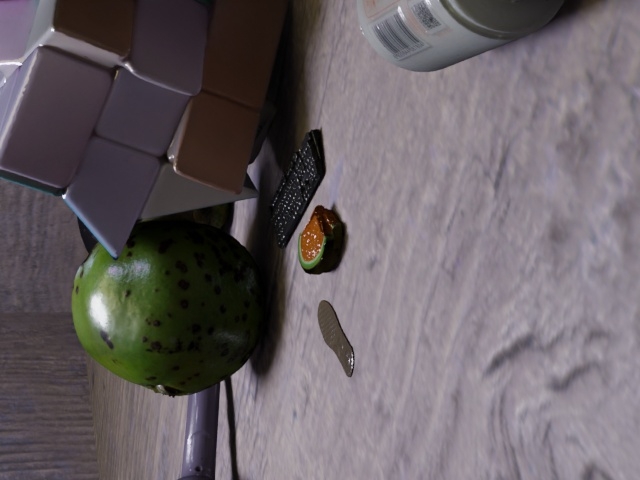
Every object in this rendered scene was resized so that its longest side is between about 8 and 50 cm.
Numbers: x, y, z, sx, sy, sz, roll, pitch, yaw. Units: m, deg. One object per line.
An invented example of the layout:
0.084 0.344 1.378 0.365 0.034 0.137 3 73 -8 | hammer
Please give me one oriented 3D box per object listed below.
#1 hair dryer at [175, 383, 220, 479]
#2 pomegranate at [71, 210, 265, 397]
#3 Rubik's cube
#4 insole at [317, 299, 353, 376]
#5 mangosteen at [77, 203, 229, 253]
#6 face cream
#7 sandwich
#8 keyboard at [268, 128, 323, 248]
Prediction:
-0.172 0.298 1.803 0.301 0.121 0.361 107 168 -67 | hair dryer
-0.196 0.067 1.582 0.254 0.254 0.271 150 117 -72 | pomegranate
-0.238 -0.202 1.509 0.368 0.358 0.387 -63 26 16 | Rubik's cube
0.015 0.100 1.275 0.135 0.002 0.045 -121 35 -61 | insole
-0.246 -0.060 1.823 0.243 0.243 0.243 -179 90 -74 | mangosteen
0.107 -0.175 0.789 0.251 0.101 0.101 177 94 -73 | face cream
0.001 0.002 1.290 0.101 0.026 0.069 122 150 -56 | sandwich
-0.029 -0.057 1.410 0.195 0.018 0.060 120 145 -60 | keyboard
